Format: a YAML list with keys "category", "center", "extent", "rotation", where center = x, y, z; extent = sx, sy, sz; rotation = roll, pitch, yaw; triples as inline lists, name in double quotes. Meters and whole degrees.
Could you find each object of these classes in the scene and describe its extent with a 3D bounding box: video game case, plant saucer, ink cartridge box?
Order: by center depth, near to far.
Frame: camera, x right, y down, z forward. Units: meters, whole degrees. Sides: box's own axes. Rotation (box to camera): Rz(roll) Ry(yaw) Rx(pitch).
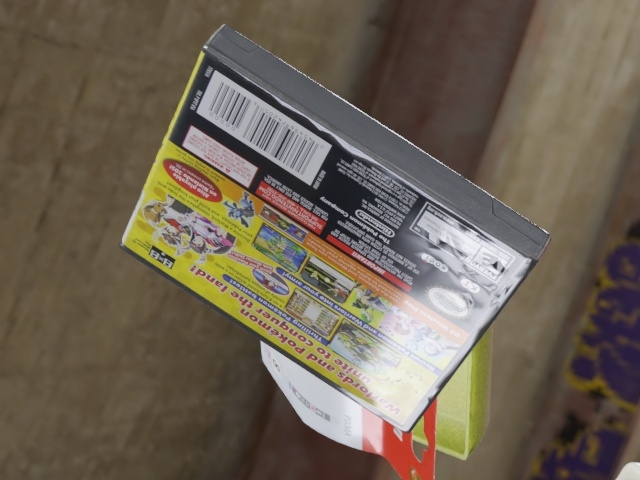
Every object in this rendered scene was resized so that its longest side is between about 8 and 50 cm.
- category: "video game case"
  center: [0.000, 0.000, 1.313]
  extent: [0.035, 0.275, 0.248]
  rotation: [-55, -3, -41]
- category: "ink cartridge box"
  center: [0.017, 0.111, 1.528]
  extent: [0.066, 0.232, 0.189]
  rotation: [-19, -41, -16]
- category: "plant saucer"
  center: [0.122, 0.113, 1.822]
  extent: [0.045, 0.188, 0.188]
  rotation: [-1, -83, -27]

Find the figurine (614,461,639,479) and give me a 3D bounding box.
- category: "figurine"
  center: [0.307, 0.211, 1.199]
  extent: [0.209, 0.215, 0.092]
  rotation: [-6, -56, -47]
